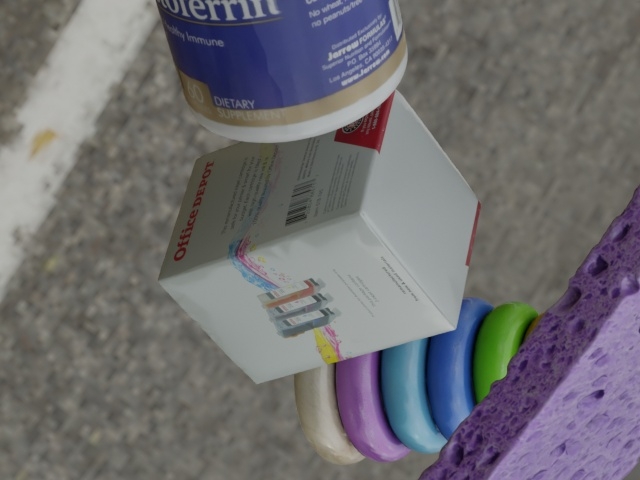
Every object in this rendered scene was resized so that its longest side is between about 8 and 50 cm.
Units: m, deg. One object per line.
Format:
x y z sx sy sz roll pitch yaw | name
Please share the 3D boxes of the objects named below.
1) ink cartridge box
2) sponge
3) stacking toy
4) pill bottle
0.000 0.000 1.346 0.127 0.176 0.128 50 38 -33 | ink cartridge box
0.124 0.056 0.822 0.210 0.031 0.117 -53 147 10 | sponge
0.153 0.101 1.421 0.141 0.330 0.141 -1 90 -65 | stacking toy
-0.041 -0.207 1.199 0.153 0.153 0.265 -41 132 -33 | pill bottle
